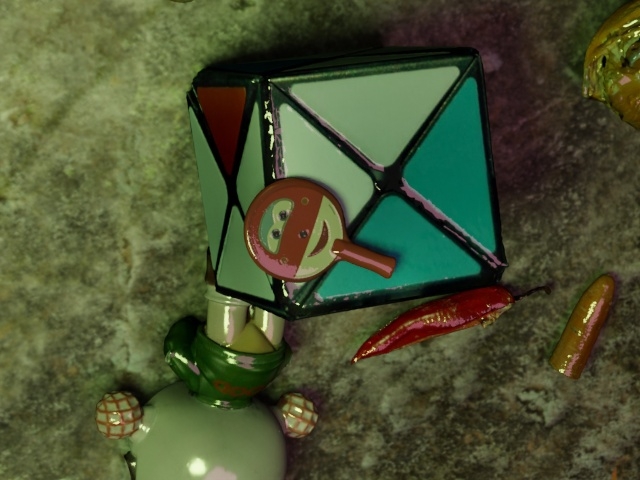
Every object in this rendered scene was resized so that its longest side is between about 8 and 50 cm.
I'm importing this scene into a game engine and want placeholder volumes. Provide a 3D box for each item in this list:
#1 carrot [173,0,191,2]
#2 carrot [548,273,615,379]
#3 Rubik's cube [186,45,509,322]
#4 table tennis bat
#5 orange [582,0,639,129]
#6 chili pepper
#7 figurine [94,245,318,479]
[{"bbox_3d":[-0.225,-0.328,1.800,0.298,0.078,0.078,30,103,-30],"label":"carrot"},{"bbox_3d":[0.328,0.103,2.309,0.048,0.048,0.139,12,110,-29],"label":"carrot"},{"bbox_3d":[0.022,-0.068,1.907,0.246,0.250,0.248,-10,99,-20],"label":"Rubik's cube"},{"bbox_3d":[0.000,0.000,1.765,0.155,0.019,0.098,22,86,-15],"label":"table tennis bat"},{"bbox_3d":[0.373,-0.215,2.106,0.170,0.112,0.160,-18,139,14],"label":"orange"},{"bbox_3d":[0.156,0.091,2.225,0.268,0.059,0.050,-17,85,-12],"label":"chili pepper"},{"bbox_3d":[-0.111,0.186,2.089,0.281,0.167,0.370,4,107,-31],"label":"figurine"}]
